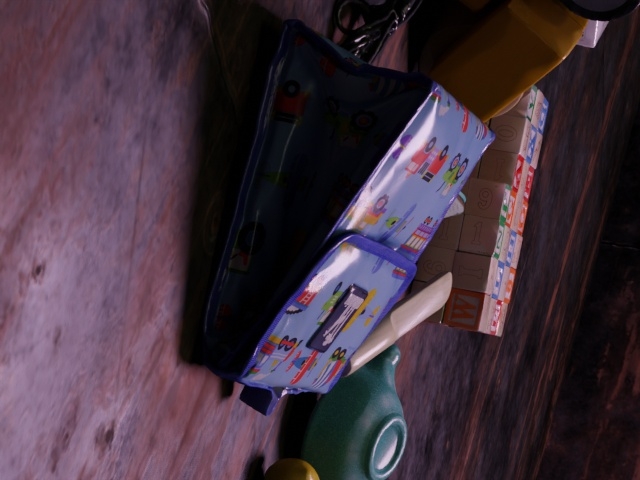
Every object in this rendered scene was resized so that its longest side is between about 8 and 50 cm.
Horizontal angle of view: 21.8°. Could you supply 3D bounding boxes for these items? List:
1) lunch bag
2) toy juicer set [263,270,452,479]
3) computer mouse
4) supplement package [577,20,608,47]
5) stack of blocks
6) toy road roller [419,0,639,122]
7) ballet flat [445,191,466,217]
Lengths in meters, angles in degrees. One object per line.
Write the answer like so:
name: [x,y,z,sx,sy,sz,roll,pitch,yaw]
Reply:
lunch bag: [0.000,0.000,1.330,0.293,0.138,0.221,-65,161,2]
toy juicer set: [0.009,0.180,1.528,0.209,0.089,0.329,-2,108,-57]
computer mouse: [0.069,-0.286,1.424,0.188,0.072,0.272,-58,154,-49]
supplement package: [0.295,-0.378,2.016,0.134,0.139,0.244,-53,151,-55]
stack of blocks: [0.189,-0.041,1.964,0.171,0.087,0.297,22,80,-73]
toy road roller: [0.186,-0.303,1.679,0.329,0.240,0.202,-43,-167,42]
ballet flat: [0.085,-0.057,1.650,0.079,0.077,0.221,-57,155,-9]
